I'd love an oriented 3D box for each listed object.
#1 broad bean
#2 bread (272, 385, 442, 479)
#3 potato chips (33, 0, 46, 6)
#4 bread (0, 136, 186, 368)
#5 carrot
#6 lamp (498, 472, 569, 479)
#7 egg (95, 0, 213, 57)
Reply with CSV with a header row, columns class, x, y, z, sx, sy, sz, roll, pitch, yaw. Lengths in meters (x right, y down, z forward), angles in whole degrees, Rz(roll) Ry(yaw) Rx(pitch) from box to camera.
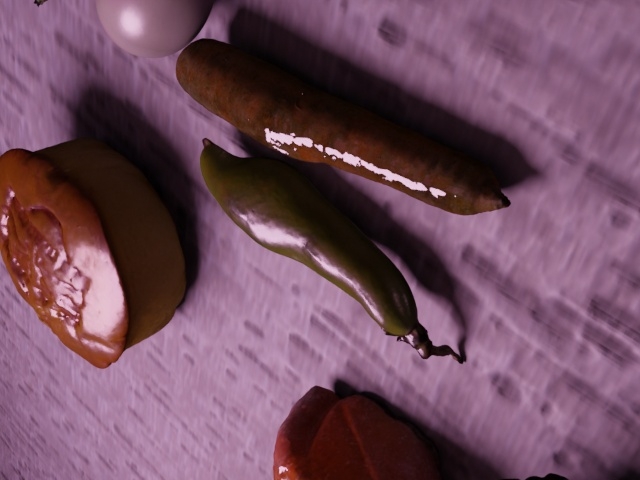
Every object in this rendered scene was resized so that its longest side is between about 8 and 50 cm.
class,x,y,z,sx,sy,sz,roll,pitch,yaw
broad bean,-0.005,0.001,0.769,0.325,0.067,0.075,41,145,25
bread,0.040,0.289,0.847,0.190,0.123,0.244,15,123,39
potato chips,-0.335,-0.366,0.919,0.167,0.059,0.228,1,117,53
bread,-0.277,0.010,0.997,0.269,0.148,0.270,24,128,35
carrot,0.008,-0.090,0.710,0.342,0.070,0.070,29,130,29
lamp,0.168,0.299,0.624,0.305,0.240,0.305,-1,134,-1
egg,-0.147,-0.224,0.763,0.103,0.103,0.135,52,138,12
